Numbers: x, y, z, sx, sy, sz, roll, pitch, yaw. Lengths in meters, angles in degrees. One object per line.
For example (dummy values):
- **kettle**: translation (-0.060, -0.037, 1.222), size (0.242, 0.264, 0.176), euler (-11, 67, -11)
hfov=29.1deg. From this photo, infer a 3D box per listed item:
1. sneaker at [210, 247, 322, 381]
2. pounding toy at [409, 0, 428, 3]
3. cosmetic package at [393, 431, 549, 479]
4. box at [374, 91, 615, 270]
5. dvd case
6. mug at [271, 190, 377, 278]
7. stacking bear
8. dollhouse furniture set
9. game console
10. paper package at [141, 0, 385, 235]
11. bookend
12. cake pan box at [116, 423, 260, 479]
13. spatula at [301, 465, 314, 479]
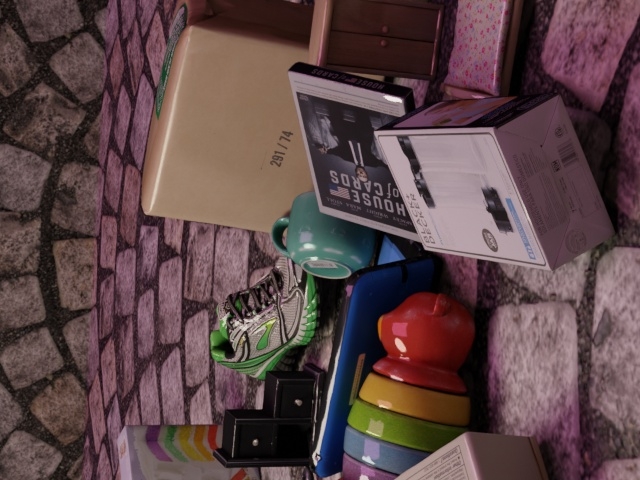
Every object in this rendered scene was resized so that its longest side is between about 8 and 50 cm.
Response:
- **sneaker**: translation (-0.088, 0.122, 2.000), size (0.343, 0.146, 0.134), euler (119, 158, -46)
- **pounding toy**: translation (0.036, -0.402, 1.705), size (0.094, 0.206, 0.181), euler (123, 143, -51)
- **cosmetic package**: translation (0.186, 0.377, 1.312), size (0.160, 0.113, 0.309), euler (-42, 50, 41)
- **box**: translation (0.183, -0.067, 1.371), size (0.169, 0.087, 0.290), euler (66, 162, -14)
- **dvd case**: translation (0.056, -0.112, 1.603), size (0.179, 0.029, 0.238), euler (17, 138, 32)
- **mug**: translation (0.010, 0.001, 1.796), size (0.158, 0.130, 0.097), euler (146, 137, -61)
- **stacking bear**: translation (0.110, 0.203, 1.522), size (0.175, 0.164, 0.289), euler (14, -90, -73)
- **dollhouse furniture set**: translation (0.127, -0.223, 1.505), size (0.355, 0.174, 0.303), euler (-149, 63, -65)
- **game console**: translation (0.047, 0.135, 1.675), size (0.173, 0.250, 0.293), euler (25, 114, 38)
- **paper package**: translation (-0.092, -0.184, 1.845), size (0.168, 0.310, 0.324), euler (-106, 29, -54)
- **bookend**: translation (-0.081, 0.277, 1.973), size (0.072, 0.156, 0.157), euler (-162, 77, -67)
- **cake pan box**: translation (-0.224, 0.455, 2.184), size (0.070, 0.246, 0.266), euler (120, 146, -49)
- **spatula**: translation (-0.021, 0.507, 1.960), size (0.084, 0.030, 0.296), euler (179, 94, -68)
